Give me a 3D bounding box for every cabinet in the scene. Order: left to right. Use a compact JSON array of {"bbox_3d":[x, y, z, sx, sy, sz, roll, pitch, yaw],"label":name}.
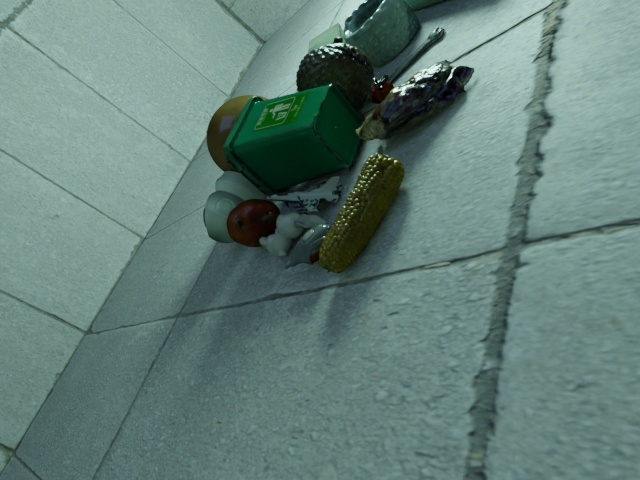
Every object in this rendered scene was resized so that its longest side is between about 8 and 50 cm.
[{"bbox_3d":[0.051,-0.713,1.882,0.150,0.145,0.206,-25,35,21],"label":"cabinet"}]

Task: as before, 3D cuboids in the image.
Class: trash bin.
[{"bbox_3d":[-0.067,-0.292,1.479,0.381,0.295,0.259,-4,55,42],"label":"trash bin"}]

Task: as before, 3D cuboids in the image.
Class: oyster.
[{"bbox_3d":[0.234,-0.362,1.243,0.271,0.100,0.275,-46,18,-21],"label":"oyster"}]

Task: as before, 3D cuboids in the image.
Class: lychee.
[{"bbox_3d":[0.046,-0.502,1.554,0.255,0.255,0.274,-155,66,-63],"label":"lychee"}]

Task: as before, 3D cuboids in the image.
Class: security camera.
[{"bbox_3d":[-0.312,-0.102,1.711,0.194,0.194,0.236,-6,57,56],"label":"security camera"}]

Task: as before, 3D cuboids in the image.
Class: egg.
[{"bbox_3d":[-0.248,-0.380,1.792,0.301,0.301,0.374,-34,8,34],"label":"egg"}]

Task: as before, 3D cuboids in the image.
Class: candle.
[{"bbox_3d":[0.166,-0.411,1.344,0.084,0.059,0.301,-24,7,16],"label":"candle"}]

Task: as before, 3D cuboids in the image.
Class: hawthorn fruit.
[{"bbox_3d":[-0.173,-0.069,1.454,0.285,0.165,0.165,-24,38,59],"label":"hawthorn fruit"}]

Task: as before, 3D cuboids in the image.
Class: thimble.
[{"bbox_3d":[0.196,-0.718,1.655,0.250,0.172,0.205,-20,43,45],"label":"thimble"}]

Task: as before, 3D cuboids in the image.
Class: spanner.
[{"bbox_3d":[0.260,-0.541,1.508,0.302,0.017,0.071,-42,26,22],"label":"spanner"}]

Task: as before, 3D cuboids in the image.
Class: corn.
[{"bbox_3d":[0.094,-0.059,1.099,0.102,0.102,0.313,7,67,60],"label":"corn"}]

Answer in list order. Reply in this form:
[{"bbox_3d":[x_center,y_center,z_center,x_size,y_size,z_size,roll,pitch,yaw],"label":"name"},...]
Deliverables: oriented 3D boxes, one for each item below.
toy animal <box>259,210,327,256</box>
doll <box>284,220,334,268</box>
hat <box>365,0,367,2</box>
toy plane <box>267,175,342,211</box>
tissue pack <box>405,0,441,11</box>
[{"bbox_3d":[-0.066,-0.031,1.352,0.181,0.131,0.127,-47,60,28],"label":"toy animal"},{"bbox_3d":[0.000,0.000,1.197,0.227,0.075,0.102,-38,-2,14],"label":"doll"},{"bbox_3d":[0.250,-1.055,1.775,0.257,0.381,0.366,1,37,42],"label":"hat"},{"bbox_3d":[-0.036,-0.119,1.374,0.234,0.082,0.160,-13,34,26],"label":"toy plane"},{"bbox_3d":[0.426,-0.913,1.537,0.287,0.162,0.388,-56,26,0],"label":"tissue pack"}]
